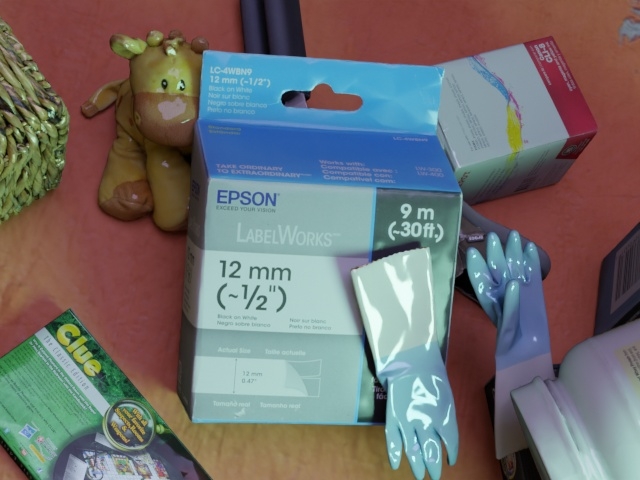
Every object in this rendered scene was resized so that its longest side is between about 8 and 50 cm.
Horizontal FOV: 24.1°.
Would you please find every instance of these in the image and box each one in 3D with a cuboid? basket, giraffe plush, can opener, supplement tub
[{"bbox_3d":[-0.415,-0.137,1.437,0.223,0.213,0.299,-37,79,-26],"label":"basket"},{"bbox_3d":[-0.148,-0.133,1.524,0.181,0.170,0.210,-15,71,-19],"label":"giraffe plush"},{"bbox_3d":[-0.035,-0.161,1.632,0.093,0.074,0.280,12,60,-47],"label":"can opener"},{"bbox_3d":[0.360,0.169,1.368,0.325,0.235,0.235,-22,72,2],"label":"supplement tub"}]

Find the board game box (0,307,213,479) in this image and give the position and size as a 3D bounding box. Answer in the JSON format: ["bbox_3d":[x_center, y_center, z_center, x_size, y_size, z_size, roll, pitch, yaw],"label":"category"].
[{"bbox_3d":[-0.214,0.202,1.439,0.136,0.030,0.260,-37,79,-23],"label":"board game box"}]

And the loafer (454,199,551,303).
[{"bbox_3d":[0.125,0.004,1.563,0.251,0.094,0.087,26,69,-11],"label":"loafer"}]

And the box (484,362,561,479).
[{"bbox_3d":[0.299,0.256,1.521,0.216,0.060,0.270,-3,67,-15],"label":"box"}]

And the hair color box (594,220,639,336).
[{"bbox_3d":[0.501,0.077,1.580,0.374,0.185,0.113,15,63,-7],"label":"hair color box"}]

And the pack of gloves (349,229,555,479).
[{"bbox_3d":[0.143,0.113,1.422,0.195,0.046,0.232,-16,105,-20],"label":"pack of gloves"}]

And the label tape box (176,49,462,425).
[{"bbox_3d":[0.000,0.000,1.447,0.249,0.115,0.348,3,100,-12],"label":"label tape box"}]

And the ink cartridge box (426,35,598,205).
[{"bbox_3d":[0.180,-0.122,1.623,0.176,0.128,0.127,-16,71,-20],"label":"ink cartridge box"}]
